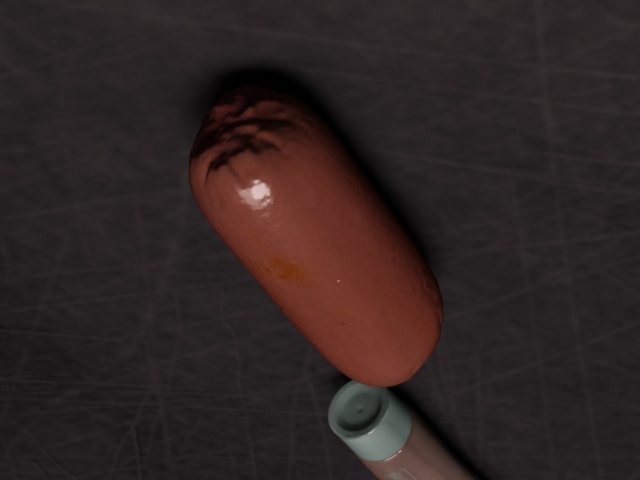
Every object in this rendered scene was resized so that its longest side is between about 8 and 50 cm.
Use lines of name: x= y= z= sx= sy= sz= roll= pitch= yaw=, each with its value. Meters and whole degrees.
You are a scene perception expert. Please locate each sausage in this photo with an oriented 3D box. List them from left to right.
sausage: x=0.000 y=0.000 z=0.674 sx=0.062 sy=0.062 sz=0.154 roll=-13 pitch=137 yaw=25

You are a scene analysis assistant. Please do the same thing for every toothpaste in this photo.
toothpaste: x=0.066 y=0.133 z=0.860 sx=0.056 sy=0.036 sz=0.205 roll=-12 pitch=142 yaw=25
